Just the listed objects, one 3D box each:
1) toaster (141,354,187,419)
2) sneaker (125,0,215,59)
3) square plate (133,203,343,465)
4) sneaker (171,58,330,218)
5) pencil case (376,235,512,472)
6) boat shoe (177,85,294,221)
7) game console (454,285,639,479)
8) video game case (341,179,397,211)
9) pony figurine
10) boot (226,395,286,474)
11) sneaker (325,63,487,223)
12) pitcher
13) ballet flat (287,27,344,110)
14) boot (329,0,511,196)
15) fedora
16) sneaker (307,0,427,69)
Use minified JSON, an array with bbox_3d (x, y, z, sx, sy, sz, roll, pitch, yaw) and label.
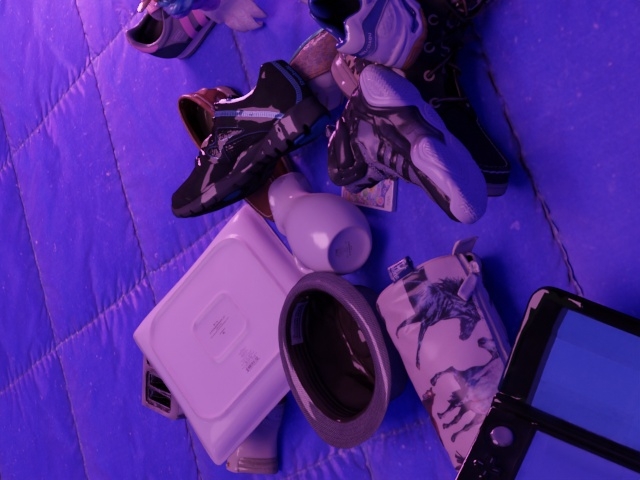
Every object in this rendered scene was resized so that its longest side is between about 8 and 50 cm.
[{"bbox_3d":[-0.267,0.254,2.110,0.185,0.110,0.168,14,104,49],"label":"toaster"},{"bbox_3d":[-0.253,-0.455,2.018,0.319,0.131,0.112,-51,55,39],"label":"sneaker"},{"bbox_3d":[-0.163,0.155,1.917,0.347,0.049,0.344,-48,53,11],"label":"square plate"},{"bbox_3d":[-0.133,-0.158,1.778,0.341,0.125,0.140,-37,82,28],"label":"sneaker"},{"bbox_3d":[0.224,0.206,1.475,0.410,0.159,0.183,65,148,24],"label":"pencil case"},{"bbox_3d":[-0.160,-0.153,1.938,0.324,0.120,0.123,53,130,34],"label":"boat shoe"},{"bbox_3d":[0.332,0.234,1.258,0.293,0.250,0.173,21,138,17],"label":"game console"},{"bbox_3d":[0.078,-0.097,1.741,0.122,0.011,0.087,13,103,49],"label":"video game case"},{"bbox_3d":[-0.135,-0.483,1.757,0.302,0.351,0.364,7,80,46],"label":"pony figurine"},{"bbox_3d":[-0.167,0.335,1.984,0.213,0.077,0.165,11,106,22],"label":"boot"},{"bbox_3d":[0.105,-0.096,1.440,0.153,0.101,0.269,-48,60,28],"label":"sneaker"},{"bbox_3d":[0.000,0.000,1.776,0.207,0.125,0.178,37,142,54],"label":"pitcher"},{"bbox_3d":[-0.018,-0.248,1.790,0.316,0.107,0.106,-35,78,54],"label":"ballet flat"},{"bbox_3d":[0.175,-0.265,1.522,0.377,0.138,0.284,53,131,40],"label":"boot"},{"bbox_3d":[0.053,0.176,1.704,0.244,0.124,0.275,-51,61,41],"label":"fedora"},{"bbox_3d":[0.037,-0.350,1.496,0.296,0.131,0.112,61,139,44],"label":"sneaker"}]
